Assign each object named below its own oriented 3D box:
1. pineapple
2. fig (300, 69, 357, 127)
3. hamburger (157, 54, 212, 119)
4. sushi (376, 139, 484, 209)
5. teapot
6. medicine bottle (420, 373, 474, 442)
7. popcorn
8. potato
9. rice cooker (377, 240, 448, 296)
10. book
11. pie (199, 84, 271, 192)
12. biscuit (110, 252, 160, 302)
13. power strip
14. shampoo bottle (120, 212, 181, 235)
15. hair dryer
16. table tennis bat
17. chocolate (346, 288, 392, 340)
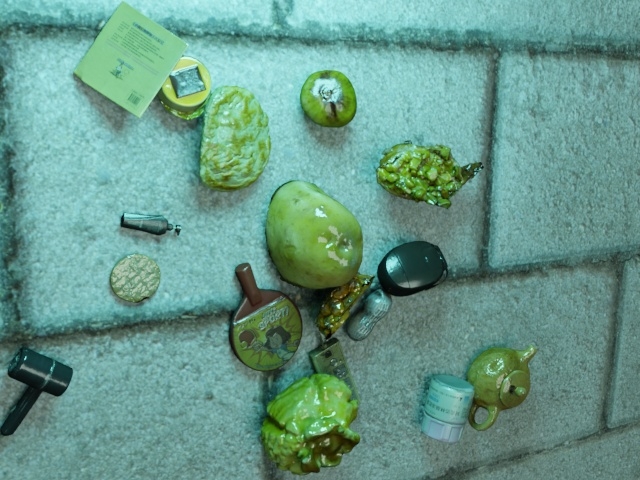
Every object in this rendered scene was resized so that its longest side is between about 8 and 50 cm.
[{"bbox_3d":[0.054,0.158,1.910,0.076,0.225,0.225,36,83,9],"label":"pineapple"},{"bbox_3d":[0.023,-0.339,1.784,0.136,0.121,0.153,-45,120,-6],"label":"fig"},{"bbox_3d":[-0.300,-0.339,1.631,0.126,0.081,0.141,-39,106,-17],"label":"hamburger"},{"bbox_3d":[0.277,-0.174,1.936,0.296,0.179,0.167,18,88,-32],"label":"sushi"},{"bbox_3d":[0.557,0.446,2.253,0.203,0.167,0.311,36,85,-31],"label":"teapot"},{"bbox_3d":[0.374,0.497,2.186,0.135,0.135,0.168,8,100,-30],"label":"medicine bottle"},{"bbox_3d":[-0.026,0.477,1.901,0.224,0.258,0.270,43,44,-19],"label":"popcorn"},{"bbox_3d":[0.000,0.000,1.809,0.242,0.242,0.285,-6,103,-28],"label":"potato"},{"bbox_3d":[0.248,0.077,2.001,0.203,0.118,0.142,-13,71,-28],"label":"rice cooker"},{"bbox_3d":[-0.400,-0.382,1.560,0.168,0.013,0.192,34,86,-5],"label":"book"},{"bbox_3d":[-0.203,-0.232,1.703,0.201,0.090,0.248,-5,108,-45],"label":"pie"},{"bbox_3d":[-0.427,0.087,1.707,0.120,0.015,0.120,-7,106,-27],"label":"biscuit"},{"bbox_3d":[0.036,0.364,2.021,0.092,0.034,0.268,-28,115,-20],"label":"power strip"},{"bbox_3d":[-0.386,-0.037,1.690,0.137,0.027,0.048,9,104,-30],"label":"shampoo bottle"},{"bbox_3d":[-0.656,0.348,1.627,0.124,0.071,0.219,31,95,-29],"label":"hair dryer"},{"bbox_3d":[-0.151,0.196,1.879,0.200,0.038,0.310,-28,118,-21],"label":"table tennis bat"},{"bbox_3d":[0.134,0.203,2.013,0.167,0.072,0.072,-51,120,-9],"label":"chocolate"}]
